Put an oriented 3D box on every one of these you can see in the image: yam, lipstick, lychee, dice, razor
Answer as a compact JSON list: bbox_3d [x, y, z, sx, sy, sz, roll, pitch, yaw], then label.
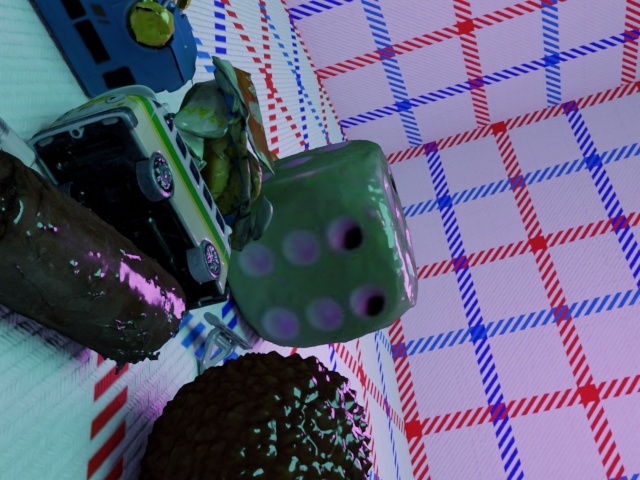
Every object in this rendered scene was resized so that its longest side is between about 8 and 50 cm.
[{"bbox_3d":[-0.240,0.030,0.645,0.280,0.131,0.131,55,23,-57],"label":"yam"},{"bbox_3d":[-0.326,-0.116,0.625,0.141,0.040,0.040,61,19,-48],"label":"lipstick"},{"bbox_3d":[-0.070,0.264,0.782,0.276,0.275,0.304,-85,-159,-58],"label":"lychee"},{"bbox_3d":[0.000,0.000,1.282,0.330,0.322,0.318,-66,139,-69],"label":"dice"},{"bbox_3d":[-0.151,0.250,0.963,0.111,0.056,0.278,55,30,-54],"label":"razor"}]

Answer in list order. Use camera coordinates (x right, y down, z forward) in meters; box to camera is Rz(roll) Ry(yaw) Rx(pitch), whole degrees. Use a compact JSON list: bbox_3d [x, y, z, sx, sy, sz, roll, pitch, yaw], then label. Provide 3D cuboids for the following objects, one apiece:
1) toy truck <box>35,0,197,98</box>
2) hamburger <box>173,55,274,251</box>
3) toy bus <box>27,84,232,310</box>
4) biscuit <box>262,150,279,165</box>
[{"bbox_3d":[-0.284,-0.364,0.833,0.161,0.162,0.385,-90,161,-52],"label":"toy truck"},{"bbox_3d":[-0.179,-0.117,1.004,0.260,0.150,0.276,-4,-90,61],"label":"hamburger"},{"bbox_3d":[-0.215,-0.052,0.832,0.165,0.133,0.276,-86,159,-55],"label":"toy bus"},{"bbox_3d":[-0.097,-0.099,1.618,0.164,0.047,0.208,56,22,-53],"label":"biscuit"}]
